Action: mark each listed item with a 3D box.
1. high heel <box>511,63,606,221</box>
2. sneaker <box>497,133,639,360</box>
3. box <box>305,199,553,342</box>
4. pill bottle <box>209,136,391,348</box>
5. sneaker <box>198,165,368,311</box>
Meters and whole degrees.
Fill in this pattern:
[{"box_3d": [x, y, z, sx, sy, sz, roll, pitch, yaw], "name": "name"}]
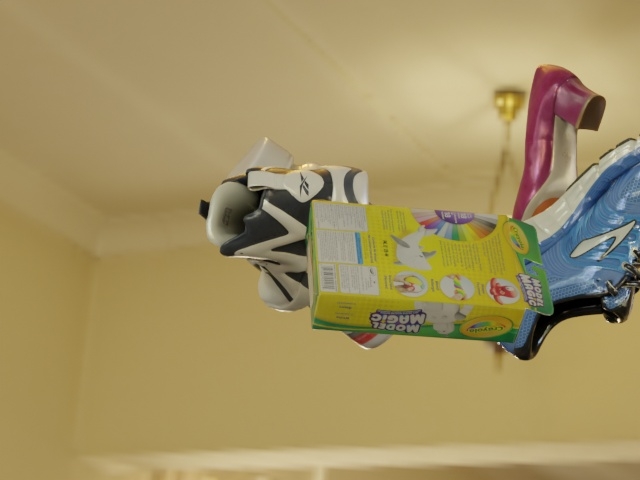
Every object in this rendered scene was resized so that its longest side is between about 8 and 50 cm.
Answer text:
[{"box_3d": [0.281, -0.106, 2.143, 0.082, 0.244, 0.117, 1, 26, -36], "name": "high heel"}, {"box_3d": [0.308, 0.009, 1.725, 0.330, 0.147, 0.130, -38, -26, 10], "name": "sneaker"}, {"box_3d": [0.081, 0.023, 1.235, 0.179, 0.105, 0.043, 4, -46, -7], "name": "box"}, {"box_3d": [0.000, 0.000, 2.155, 0.283, 0.161, 0.161, 37, -28, -10], "name": "pill bottle"}, {"box_3d": [-0.060, -0.007, 1.666, 0.153, 0.094, 0.235, 10, -25, -18], "name": "sneaker"}]
